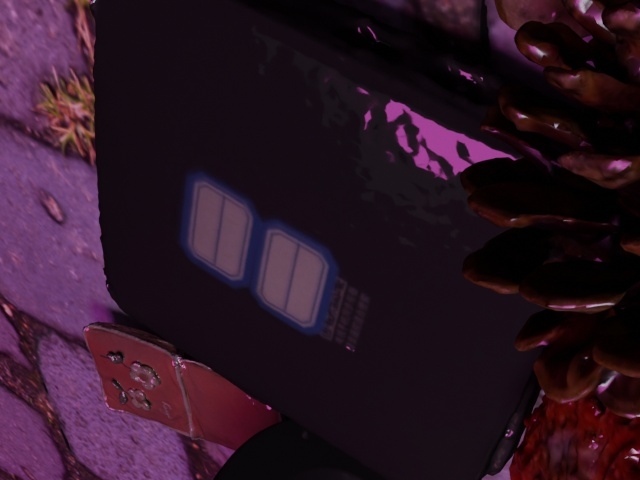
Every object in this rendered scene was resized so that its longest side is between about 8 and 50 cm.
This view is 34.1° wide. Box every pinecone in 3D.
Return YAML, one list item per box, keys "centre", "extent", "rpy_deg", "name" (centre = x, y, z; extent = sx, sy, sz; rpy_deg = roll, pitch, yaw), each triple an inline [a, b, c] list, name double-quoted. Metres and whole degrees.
- centre: [0.153, -0.031, 0.437]
  extent: [0.208, 0.208, 0.207]
  rpy_deg: [24, 139, 23]
  name: "pinecone"

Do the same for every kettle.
- centre: [-0.003, 0.293, 0.943]
  extent: [0.207, 0.251, 0.271]
  rpy_deg: [63, 154, 22]
  name: "kettle"

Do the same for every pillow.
- centre: [-0.126, 0.150, 1.005]
  extent: [0.233, 0.043, 0.126]
  rpy_deg: [17, 139, 27]
  name: "pillow"

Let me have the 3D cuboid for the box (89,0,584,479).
- centre: [0.000, 0.000, 0.712]
  extent: [0.350, 0.091, 0.359]
  rpy_deg: [28, 140, 17]
  name: "box"

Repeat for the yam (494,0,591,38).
- centre: [0.110, -0.246, 0.383]
  extent: [0.083, 0.083, 0.371]
  rpy_deg: [25, 138, 23]
  name: "yam"

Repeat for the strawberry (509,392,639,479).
- centre: [0.216, 0.159, 0.542]
  extent: [0.274, 0.220, 0.274]
  rpy_deg: [17, 126, 25]
  name: "strawberry"
